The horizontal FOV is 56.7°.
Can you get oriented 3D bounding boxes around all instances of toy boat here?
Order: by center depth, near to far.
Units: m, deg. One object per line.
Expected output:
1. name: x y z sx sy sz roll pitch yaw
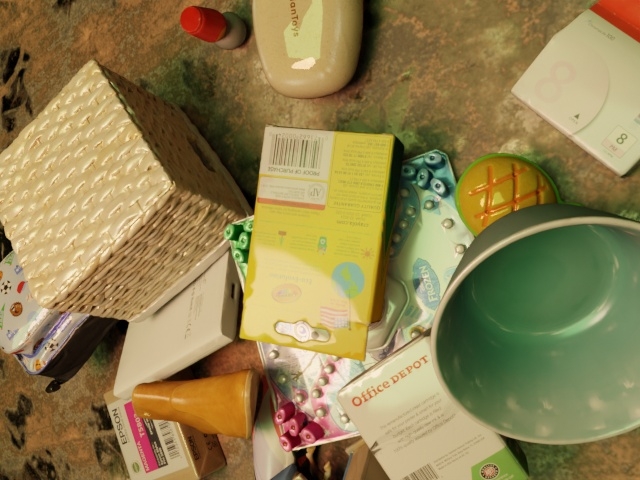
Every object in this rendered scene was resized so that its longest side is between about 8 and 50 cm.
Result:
1. toy boat: -0.073 -0.373 1.000 0.317 0.148 0.268 4 100 24

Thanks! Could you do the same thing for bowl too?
1. bowl: 0.286 0.080 0.729 0.311 0.163 0.312 2 117 4

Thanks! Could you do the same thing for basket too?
1. basket: -0.363 -0.074 1.062 0.331 0.266 0.328 -41 68 11

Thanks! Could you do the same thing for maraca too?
1. maraca: 0.273 -0.041 0.814 0.185 0.099 0.127 35 99 3

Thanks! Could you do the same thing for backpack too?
1. backpack: -0.565 0.124 1.226 0.263 0.213 0.277 36 80 32

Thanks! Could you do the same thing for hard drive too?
1. hard drive: -0.272 0.159 1.132 0.307 0.040 0.203 -32 39 29

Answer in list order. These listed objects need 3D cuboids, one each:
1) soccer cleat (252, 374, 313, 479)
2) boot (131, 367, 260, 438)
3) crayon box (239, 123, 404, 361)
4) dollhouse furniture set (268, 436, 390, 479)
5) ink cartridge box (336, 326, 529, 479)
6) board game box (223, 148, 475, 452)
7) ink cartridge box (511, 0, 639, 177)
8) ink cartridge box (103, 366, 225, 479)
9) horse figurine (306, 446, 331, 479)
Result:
1. soccer cleat: -0.075 0.393 1.053 0.116 0.108 0.319 15 98 42
2. boot: -0.213 0.273 1.000 0.211 0.295 0.104 10 63 -5
3. crayon box: 0.000 0.000 0.876 0.202 0.081 0.319 8 90 18
4. dollhouse furniture set: 0.020 0.490 0.855 0.303 0.198 0.286 -41 93 22
5. ink cartridge box: 0.150 0.251 0.811 0.160 0.092 0.220 -36 82 15
6. board game box: 0.062 0.100 0.921 0.389 0.050 0.390 -18 83 17
7. ink cartridge box: 0.393 -0.227 0.753 0.189 0.066 0.232 46 118 22
8. ink cartridge box: -0.321 0.383 1.206 0.193 0.088 0.235 -30 77 28
9. horse figurine: 0.061 0.424 0.965 0.263 0.066 0.175 -1 110 17
